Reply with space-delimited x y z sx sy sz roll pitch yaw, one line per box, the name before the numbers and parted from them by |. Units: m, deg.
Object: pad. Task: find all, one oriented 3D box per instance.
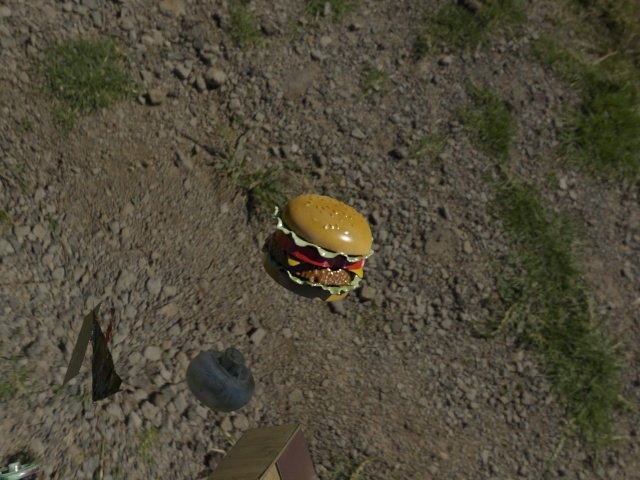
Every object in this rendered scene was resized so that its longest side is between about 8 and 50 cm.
pad | -0.572 0.246 1.334 0.004 0.127 0.190 27 47 -28

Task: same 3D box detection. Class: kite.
kite | -0.371 0.194 0.941 0.009 0.232 0.189 6 112 -37

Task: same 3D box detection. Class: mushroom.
mushroom | -0.114 0.160 0.649 0.084 0.083 0.067 33 102 -12

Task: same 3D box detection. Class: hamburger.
hamburger | 0.000 0.000 1.388 0.275 0.212 0.274 18 26 -9

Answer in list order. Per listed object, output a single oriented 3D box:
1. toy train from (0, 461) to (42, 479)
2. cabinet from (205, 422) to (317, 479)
toy train | -0.637 0.500 1.001 0.222 0.304 0.150 -2 77 -52
cabinet | -0.123 0.528 1.183 0.215 0.148 0.174 -34 108 -67
